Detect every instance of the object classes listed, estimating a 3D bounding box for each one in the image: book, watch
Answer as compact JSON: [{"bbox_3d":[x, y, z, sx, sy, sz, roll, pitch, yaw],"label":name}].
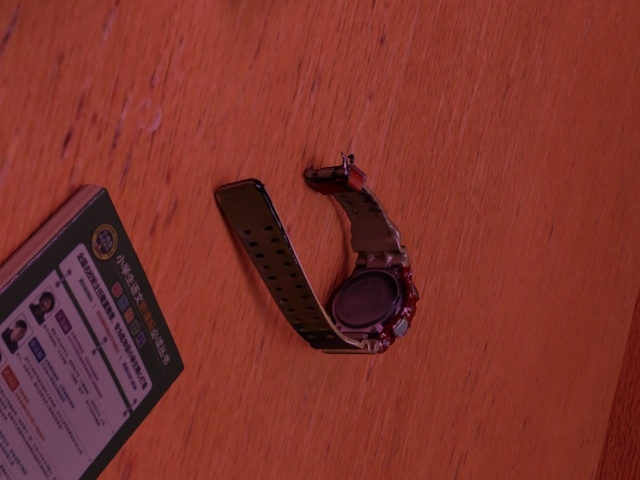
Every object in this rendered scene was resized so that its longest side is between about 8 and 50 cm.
[{"bbox_3d":[-0.210,0.115,0.866,0.264,0.027,0.202,-53,138,-37],"label":"book"},{"bbox_3d":[0.005,0.001,1.148,0.268,0.102,0.164,61,40,-34],"label":"watch"}]
